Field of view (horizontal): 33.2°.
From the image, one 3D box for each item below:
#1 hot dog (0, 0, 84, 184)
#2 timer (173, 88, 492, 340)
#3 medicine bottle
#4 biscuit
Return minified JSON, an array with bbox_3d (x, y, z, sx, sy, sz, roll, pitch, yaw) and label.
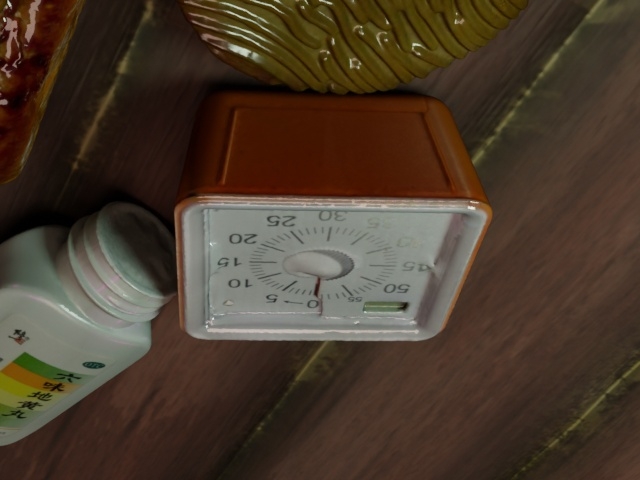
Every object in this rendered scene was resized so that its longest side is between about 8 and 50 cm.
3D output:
[{"bbox_3d":[-0.271,-0.176,0.779,0.185,0.223,0.405,21,129,-15],"label":"hot dog"},{"bbox_3d":[0.000,0.000,0.976,0.257,0.161,0.250,1,134,-6],"label":"timer"},{"bbox_3d":[-0.283,0.087,1.091,0.324,0.124,0.179,-35,132,26],"label":"medicine bottle"},{"bbox_3d":[0.037,-0.229,0.810,0.317,0.040,0.318,-6,142,-5],"label":"biscuit"}]
